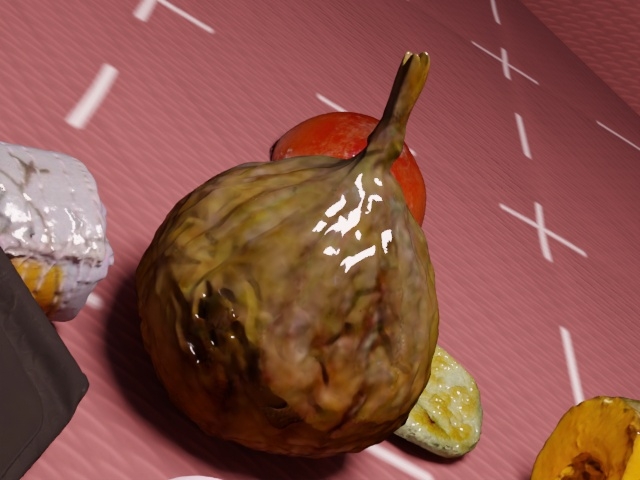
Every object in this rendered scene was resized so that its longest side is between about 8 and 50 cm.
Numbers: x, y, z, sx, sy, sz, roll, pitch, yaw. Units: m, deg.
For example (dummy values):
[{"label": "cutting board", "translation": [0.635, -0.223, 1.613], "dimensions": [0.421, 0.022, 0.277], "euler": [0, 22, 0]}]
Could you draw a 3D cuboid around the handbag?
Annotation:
[{"label": "handbag", "translation": [-0.283, 0.076, 0.710], "dimensions": [0.247, 0.080, 0.223], "euler": [60, 28, -14]}]

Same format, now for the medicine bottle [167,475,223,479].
[{"label": "medicine bottle", "translation": [-0.110, 0.262, 0.610], "dimensions": [0.152, 0.152, 0.254], "euler": [39, 28, 3]}]

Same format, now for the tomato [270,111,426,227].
[{"label": "tomato", "translation": [0.050, -0.092, 1.372], "dimensions": [0.228, 0.112, 0.199], "euler": [38, 30, 7]}]

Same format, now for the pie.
[{"label": "pie", "translation": [0.094, 0.151, 1.127], "dimensions": [0.186, 0.041, 0.187], "euler": [28, 29, -17]}]

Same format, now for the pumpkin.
[{"label": "pumpkin", "translation": [0.305, 0.280, 1.015], "dimensions": [0.139, 0.190, 0.281], "euler": [28, 30, -18]}]

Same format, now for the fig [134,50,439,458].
[{"label": "fig", "translation": [0.000, 0.000, 0.918], "dimensions": [0.286, 0.369, 0.286], "euler": [18, 34, -13]}]

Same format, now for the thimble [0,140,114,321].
[{"label": "thimble", "translation": [-0.250, -0.010, 0.884], "dimensions": [0.117, 0.127, 0.151], "euler": [7, 45, -42]}]
